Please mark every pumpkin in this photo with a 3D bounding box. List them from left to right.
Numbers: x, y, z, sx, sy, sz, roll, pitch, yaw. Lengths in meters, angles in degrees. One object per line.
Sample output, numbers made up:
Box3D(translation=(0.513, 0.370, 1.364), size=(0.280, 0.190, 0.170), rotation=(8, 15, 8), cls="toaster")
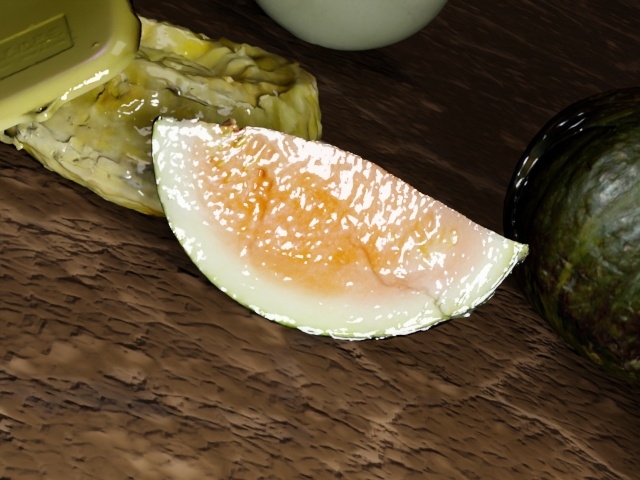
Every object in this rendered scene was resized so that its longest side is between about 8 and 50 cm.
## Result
Box3D(translation=(0.288, 0.009, 1.171), size=(0.320, 0.192, 0.320), rotation=(22, 17, -7), cls="pumpkin")

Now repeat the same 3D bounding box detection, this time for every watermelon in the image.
Box3D(translation=(0.000, -0.005, 0.950), size=(0.245, 0.119, 0.063), rotation=(20, 30, -17), cls="watermelon")

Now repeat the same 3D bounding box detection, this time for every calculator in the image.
Box3D(translation=(-0.194, -0.140, 1.041), size=(0.236, 0.157, 0.033), rotation=(-115, -179, -53), cls="calculator")

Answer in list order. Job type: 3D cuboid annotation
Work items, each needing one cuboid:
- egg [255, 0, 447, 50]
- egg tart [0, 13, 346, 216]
Box3D(translation=(0.028, -0.309, 1.670), size=(0.269, 0.219, 0.219), rotation=(7, 26, -35), cls="egg")
Box3D(translation=(-0.104, -0.097, 1.102), size=(0.278, 0.095, 0.279), rotation=(19, 20, -7), cls="egg tart")
